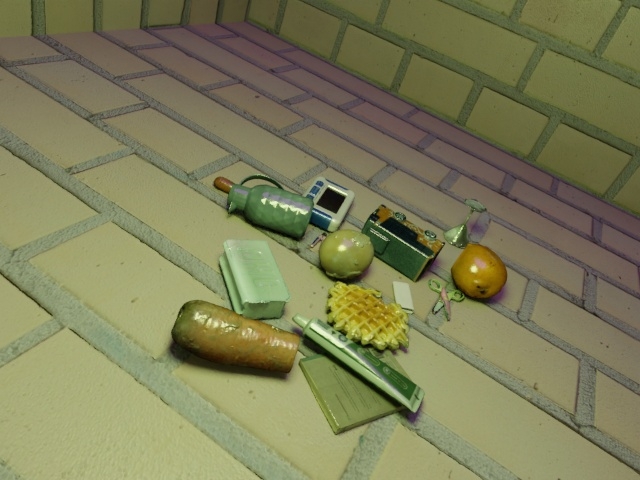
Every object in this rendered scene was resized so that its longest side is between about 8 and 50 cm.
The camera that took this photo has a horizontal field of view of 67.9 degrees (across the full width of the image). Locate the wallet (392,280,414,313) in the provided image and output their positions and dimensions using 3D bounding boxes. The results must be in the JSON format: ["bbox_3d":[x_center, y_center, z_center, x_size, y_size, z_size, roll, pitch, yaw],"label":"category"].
[{"bbox_3d":[0.269,0.184,1.550,0.061,0.025,0.122,16,36,-11],"label":"wallet"}]

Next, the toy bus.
[{"bbox_3d":[0.279,0.006,1.699,0.275,0.139,0.167,35,39,15],"label":"toy bus"}]

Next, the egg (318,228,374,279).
[{"bbox_3d":[0.085,0.044,1.530,0.201,0.164,0.164,-6,43,-43],"label":"egg"}]

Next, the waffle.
[{"bbox_3d":[0.142,0.219,1.398,0.261,0.056,0.250,14,31,-14],"label":"waffle"}]

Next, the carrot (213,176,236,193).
[{"bbox_3d":[-0.288,-0.174,1.726,0.216,0.048,0.048,26,35,-1],"label":"carrot"}]

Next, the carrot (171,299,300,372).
[{"bbox_3d":[-0.203,0.239,1.142,0.301,0.139,0.139,22,34,-9],"label":"carrot"}]

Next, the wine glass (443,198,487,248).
[{"bbox_3d":[0.588,-0.073,1.924,0.122,0.183,0.122,15,34,-10],"label":"wine glass"}]

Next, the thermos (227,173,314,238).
[{"bbox_3d":[-0.168,-0.128,1.621,0.286,0.145,0.182,20,62,-3],"label":"thermos"}]

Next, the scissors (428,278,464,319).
[{"bbox_3d":[0.419,0.200,1.611,0.133,0.020,0.187,24,33,8],"label":"scissors"}]

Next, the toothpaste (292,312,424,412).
[{"bbox_3d":[0.090,0.304,1.231,0.392,0.061,0.098,33,28,13],"label":"toothpaste"}]

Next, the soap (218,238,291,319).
[{"bbox_3d":[-0.190,0.107,1.353,0.150,0.094,0.262,-1,40,-28],"label":"soap"}]

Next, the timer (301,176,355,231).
[{"bbox_3d":[0.019,-0.136,1.802,0.178,0.078,0.253,27,37,4],"label":"timer"}]

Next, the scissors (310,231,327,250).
[{"bbox_3d":[0.000,0.000,1.665,0.039,0.012,0.113,25,35,5],"label":"scissors"}]

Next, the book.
[{"bbox_3d":[0.107,0.362,1.229,0.282,0.025,0.215,-4,41,-32],"label":"book"}]

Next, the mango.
[{"bbox_3d":[0.573,0.105,1.705,0.191,0.160,0.290,37,26,9],"label":"mango"}]
